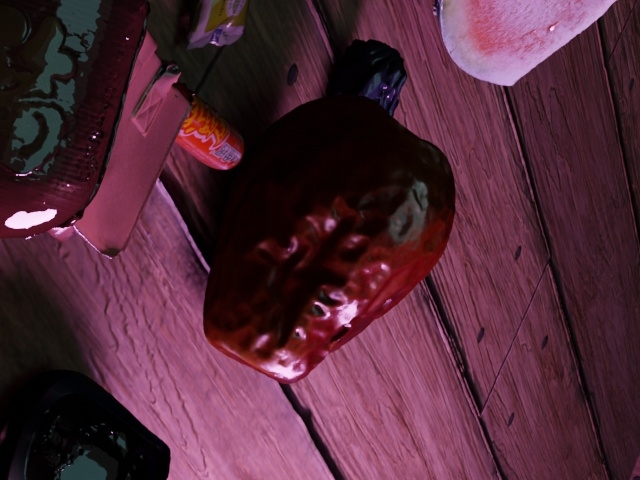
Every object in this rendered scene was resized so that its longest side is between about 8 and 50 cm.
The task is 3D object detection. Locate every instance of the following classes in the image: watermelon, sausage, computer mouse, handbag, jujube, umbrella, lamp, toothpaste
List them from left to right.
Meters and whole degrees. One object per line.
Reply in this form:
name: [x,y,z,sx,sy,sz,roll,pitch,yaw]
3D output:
lamp: [-0.192,-0.111,1.102,0.180,0.180,0.258,19,89,-66]
handbag: [-0.171,-0.094,1.303,0.157,0.059,0.212,-65,156,-16]
computer mouse: [-0.174,0.193,1.429,0.137,0.096,0.233,-65,153,-19]
sausage: [-0.096,-0.086,1.486,0.145,0.048,0.050,39,31,-66]
toothpaste: [-0.068,-0.270,1.436,0.078,0.047,0.248,-23,127,-55]
jujube: [0.000,0.000,1.587,0.255,0.190,0.190,-58,154,-4]
umbrella: [0.020,-0.069,1.719,0.071,0.071,0.248,15,93,-66]
watermelon: [0.222,-0.273,1.847,0.320,0.213,0.289,-58,156,-56]
